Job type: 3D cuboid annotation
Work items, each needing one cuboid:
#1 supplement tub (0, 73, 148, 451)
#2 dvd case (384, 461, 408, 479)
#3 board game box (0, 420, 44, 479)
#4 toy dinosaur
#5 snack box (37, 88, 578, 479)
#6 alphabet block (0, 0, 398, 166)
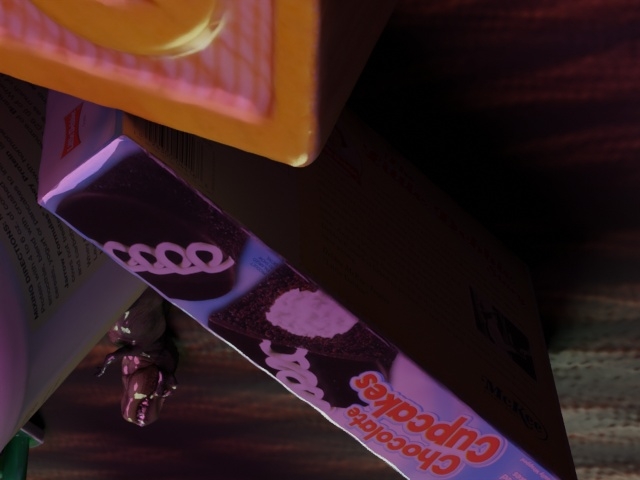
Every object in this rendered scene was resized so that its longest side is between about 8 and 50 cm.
[{"bbox_3d":[-0.217,-0.006,0.976,0.235,0.325,0.235,10,119,18],"label":"supplement tub"},{"bbox_3d":[0.035,0.062,1.082,0.238,0.179,0.029,39,111,-16],"label":"dvd case"},{"bbox_3d":[-0.443,0.118,1.362,0.390,0.050,0.390,-2,161,13],"label":"board game box"},{"bbox_3d":[-0.146,0.027,1.230,0.118,0.064,0.268,-7,143,-10],"label":"toy dinosaur"},{"bbox_3d":[0.000,0.000,0.966,0.060,0.187,0.322,-37,122,23],"label":"snack box"},{"bbox_3d":[-0.050,-0.181,0.796,0.192,0.197,0.193,18,144,15],"label":"alphabet block"}]
